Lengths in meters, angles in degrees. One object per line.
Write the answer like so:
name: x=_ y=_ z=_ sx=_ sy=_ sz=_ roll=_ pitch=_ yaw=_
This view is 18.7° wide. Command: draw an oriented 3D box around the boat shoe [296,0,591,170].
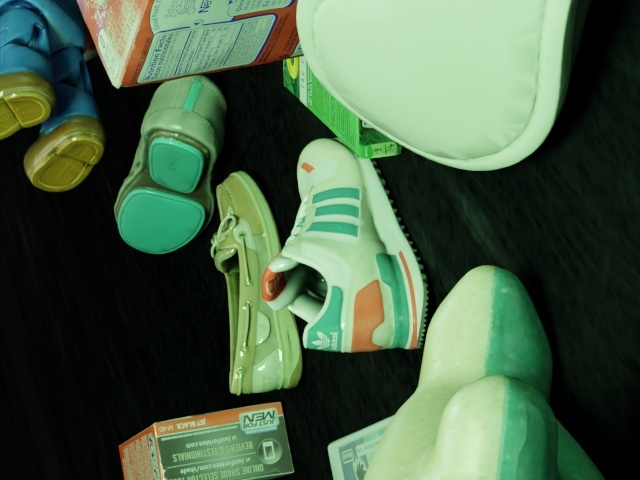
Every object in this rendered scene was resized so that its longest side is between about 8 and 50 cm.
boat shoe: x=0.067 y=-0.123 z=0.751 sx=0.099 sy=0.116 sz=0.319 roll=-58 pitch=-6 yaw=-20

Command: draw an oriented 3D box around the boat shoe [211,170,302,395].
boat shoe: x=-0.051 y=0.027 z=1.277 sx=0.056 sy=0.048 sz=0.153 roll=123 pitch=136 yaw=-67

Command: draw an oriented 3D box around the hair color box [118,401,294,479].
hair color box: x=-0.084 y=0.154 z=1.381 sx=0.167 sy=0.093 sz=0.053 roll=146 pitch=115 yaw=-72

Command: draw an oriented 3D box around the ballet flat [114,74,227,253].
ballet flat: x=-0.104 y=-0.056 z=1.427 sx=0.213 sy=0.072 sz=0.068 roll=119 pitch=168 yaw=-65

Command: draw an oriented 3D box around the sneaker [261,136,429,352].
sneaker: x=0.000 y=0.000 z=1.029 sx=0.161 sy=0.075 sz=0.057 roll=-115 pitch=23 yaw=-46

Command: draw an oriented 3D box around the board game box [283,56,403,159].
board game box: x=0.007 y=-0.185 z=1.000 sx=0.136 sy=0.030 sz=0.260 roll=-133 pitch=38 yaw=-61

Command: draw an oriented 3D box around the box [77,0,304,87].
box: x=-0.031 y=-0.195 z=0.867 sx=0.123 sy=0.128 sz=0.257 roll=65 pitch=152 yaw=23

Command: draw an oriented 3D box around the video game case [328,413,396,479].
video game case: x=0.051 y=0.187 z=1.040 sx=0.201 sy=0.023 sz=0.183 roll=139 pitch=121 yaw=-72

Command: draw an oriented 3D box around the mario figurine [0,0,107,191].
mario figurine: x=-0.260 y=-0.185 z=1.643 sx=0.198 sy=0.170 sz=0.321 roll=92 pitch=174 yaw=-50

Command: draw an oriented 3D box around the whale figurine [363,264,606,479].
whale figurine: x=0.080 y=0.135 z=0.772 sx=0.272 sy=0.141 sz=0.216 roll=-78 pitch=-4 yaw=-49
